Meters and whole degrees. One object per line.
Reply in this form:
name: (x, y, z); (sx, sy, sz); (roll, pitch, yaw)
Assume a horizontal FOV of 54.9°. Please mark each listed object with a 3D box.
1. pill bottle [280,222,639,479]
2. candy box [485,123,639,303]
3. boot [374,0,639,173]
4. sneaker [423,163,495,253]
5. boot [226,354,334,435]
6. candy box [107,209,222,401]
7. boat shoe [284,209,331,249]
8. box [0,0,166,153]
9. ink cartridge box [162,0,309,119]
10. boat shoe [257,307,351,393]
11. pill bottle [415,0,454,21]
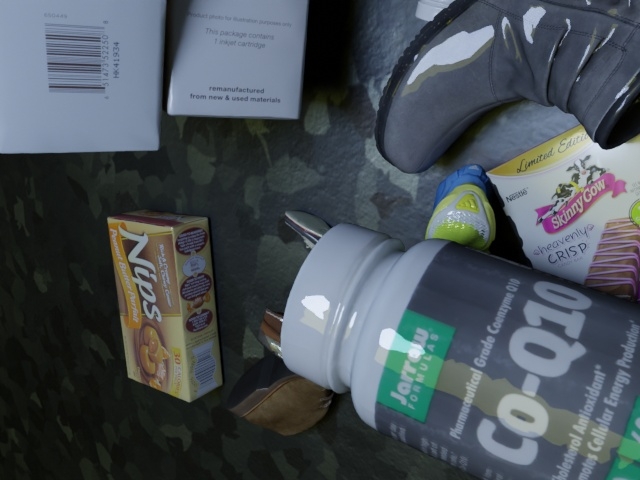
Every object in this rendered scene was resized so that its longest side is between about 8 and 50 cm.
pill bottle: (0.157, 0.117, 0.588); (0.361, 0.204, 0.204); (19, 114, 24)
candy box: (0.299, -0.005, 0.637); (0.159, 0.071, 0.233); (-29, 83, 40)
boot: (0.203, -0.154, 0.595); (0.223, 0.118, 0.338); (56, 127, 34)
sneaker: (0.164, 0.006, 0.747); (0.091, 0.126, 0.240); (19, 145, 6)
boot: (-0.008, 0.204, 0.939); (0.115, 0.112, 0.305); (40, 124, -15)
candy box: (-0.278, 0.111, 1.107); (0.183, 0.087, 0.316); (8, 106, 36)
boat shoe: (0.000, 0.000, 0.889); (0.137, 0.049, 0.043); (31, 122, 22)
box: (-0.294, -0.276, 0.713); (0.345, 0.168, 0.215); (-122, 36, -45)
ink cartridge box: (-0.132, -0.368, 0.746); (0.285, 0.166, 0.395); (-141, 53, -58)
boat shoe: (0.085, 0.143, 0.774); (0.324, 0.122, 0.120); (21, 84, 3)
pill bottle: (0.153, -0.314, 0.654); (0.087, 0.087, 0.160); (28, 119, 29)
